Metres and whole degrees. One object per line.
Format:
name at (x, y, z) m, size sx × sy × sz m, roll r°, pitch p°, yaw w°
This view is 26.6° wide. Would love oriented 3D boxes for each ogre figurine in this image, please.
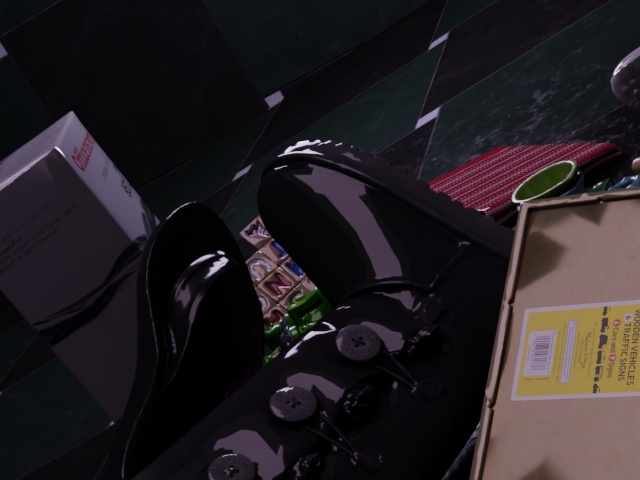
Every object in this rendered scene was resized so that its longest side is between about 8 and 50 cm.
ogre figurine at (-0.013, 0.119, 1.524) m, size 0.118 × 0.097 × 0.197 m, roll -46°, pitch 1°, yaw 14°

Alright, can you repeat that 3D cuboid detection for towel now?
towel at (0.212, -0.067, 1.629) m, size 0.199 × 0.031 × 0.275 m, roll -28°, pitch 12°, yaw -18°

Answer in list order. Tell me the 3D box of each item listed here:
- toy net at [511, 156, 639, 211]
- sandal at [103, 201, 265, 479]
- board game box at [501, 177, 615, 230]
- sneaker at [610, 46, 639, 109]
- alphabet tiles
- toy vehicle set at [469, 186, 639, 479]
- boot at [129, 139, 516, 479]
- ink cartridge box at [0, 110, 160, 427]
toy net at (0.273, -0.060, 1.170) m, size 0.232 × 0.045 × 0.122 m, roll -27°, pitch 14°, yaw 24°
sandal at (-0.121, 0.132, 1.477) m, size 0.107 × 0.167 × 0.446 m, roll -30°, pitch 39°, yaw 33°
board game box at (0.195, 0.022, 1.462) m, size 0.259 × 0.030 × 0.136 m, roll -26°, pitch 16°, yaw 37°
sneaker at (0.430, -0.221, 1.515) m, size 0.235 × 0.090 × 0.095 m, roll -25°, pitch 29°, yaw 3°
alphabet tiles at (-0.011, 0.019, 1.731) m, size 0.237 × 0.009 × 0.198 m, roll -42°, pitch 58°, yaw -17°
toy vehicle set at (0.202, 0.083, 0.957) m, size 0.166 × 0.035 × 0.267 m, roll -6°, pitch 56°, yaw 34°
boot at (-0.034, 0.122, 1.212) m, size 0.367 × 0.146 × 0.445 m, roll 22°, pitch 56°, yaw 34°
ink cartridge box at (-0.260, 0.055, 1.694) m, size 0.166 × 0.395 × 0.285 m, roll -37°, pitch 15°, yaw 3°
